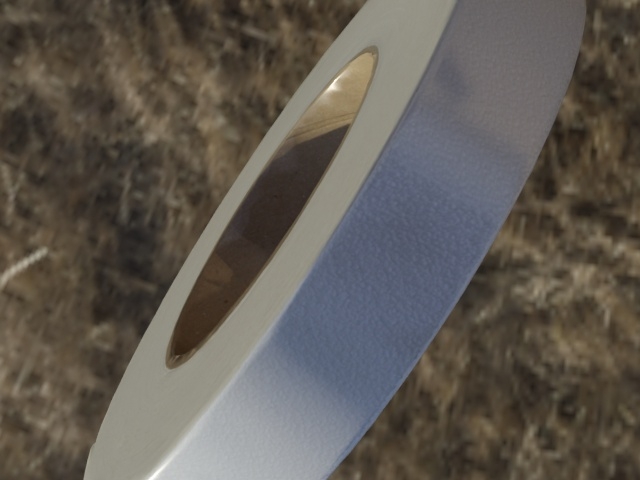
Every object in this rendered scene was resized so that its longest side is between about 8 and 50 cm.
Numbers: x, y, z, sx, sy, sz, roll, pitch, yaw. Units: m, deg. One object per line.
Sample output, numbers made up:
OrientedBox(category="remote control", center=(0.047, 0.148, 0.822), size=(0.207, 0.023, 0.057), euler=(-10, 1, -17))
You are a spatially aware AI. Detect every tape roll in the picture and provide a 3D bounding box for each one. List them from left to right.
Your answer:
OrientedBox(category="tape roll", center=(0.000, 0.000, 1.038), size=(0.072, 0.392, 0.392), euler=(33, 128, -11))
